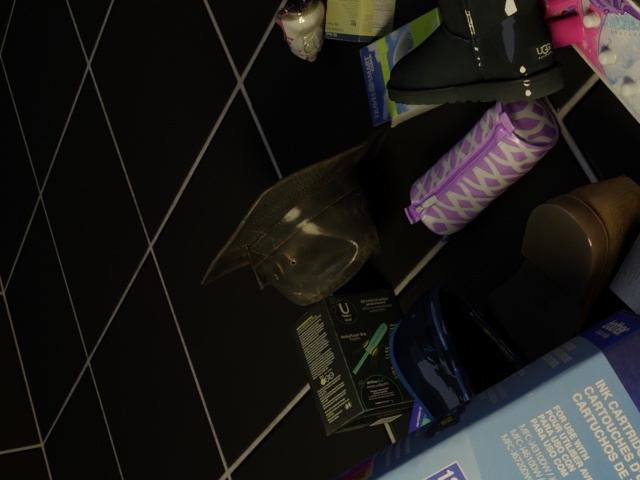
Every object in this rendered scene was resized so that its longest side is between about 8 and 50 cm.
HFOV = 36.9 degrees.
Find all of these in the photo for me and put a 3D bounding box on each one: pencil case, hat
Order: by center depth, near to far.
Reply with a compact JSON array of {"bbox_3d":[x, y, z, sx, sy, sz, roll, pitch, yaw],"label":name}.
[{"bbox_3d":[0.179,-0.085,1.094,0.206,0.088,0.086,-49,57,46],"label":"pencil case"},{"bbox_3d":[0.000,0.000,1.235,0.134,0.331,0.331,53,139,8],"label":"hat"}]

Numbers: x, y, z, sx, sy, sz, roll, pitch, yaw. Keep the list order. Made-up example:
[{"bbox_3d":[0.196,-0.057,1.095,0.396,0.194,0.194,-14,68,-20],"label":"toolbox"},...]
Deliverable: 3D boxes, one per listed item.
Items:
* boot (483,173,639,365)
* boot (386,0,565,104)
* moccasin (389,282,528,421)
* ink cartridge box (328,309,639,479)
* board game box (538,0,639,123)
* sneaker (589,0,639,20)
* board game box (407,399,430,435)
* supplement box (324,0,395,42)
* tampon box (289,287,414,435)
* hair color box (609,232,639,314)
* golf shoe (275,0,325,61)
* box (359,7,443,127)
[{"bbox_3d":[0.257,0.050,1.000,0.112,0.115,0.305,47,151,24],"label":"boot"},{"bbox_3d":[0.144,-0.253,1.011,0.246,0.094,0.207,11,120,56],"label":"boot"},{"bbox_3d":[0.194,0.185,0.976,0.342,0.137,0.117,44,133,25],"label":"moccasin"},{"bbox_3d":[0.226,0.241,0.829,0.270,0.395,0.151,59,-177,4],"label":"ink cartridge box"},{"bbox_3d":[0.319,-0.218,0.781,0.390,0.050,0.390,95,151,-53],"label":"board game box"},{"bbox_3d":[0.262,-0.214,0.801,0.170,0.068,0.071,-114,1,-48],"label":"sneaker"},{"bbox_3d":[0.195,0.227,1.144,0.210,0.047,0.160,30,118,49],"label":"board game box"},{"bbox_3d":[0.053,-0.308,1.280,0.083,0.056,0.083,22,112,53],"label":"supplement box"},{"bbox_3d":[0.052,0.161,1.283,0.101,0.120,0.161,-45,58,48],"label":"tampon box"},{"bbox_3d":[0.355,0.059,0.879,0.167,0.053,0.093,53,135,41],"label":"hair color box"},{"bbox_3d":[-0.018,-0.296,1.342,0.086,0.067,0.186,64,-179,-9],"label":"golf shoe"},{"bbox_3d":[0.113,-0.214,1.216,0.178,0.042,0.109,-17,81,55],"label":"box"}]
